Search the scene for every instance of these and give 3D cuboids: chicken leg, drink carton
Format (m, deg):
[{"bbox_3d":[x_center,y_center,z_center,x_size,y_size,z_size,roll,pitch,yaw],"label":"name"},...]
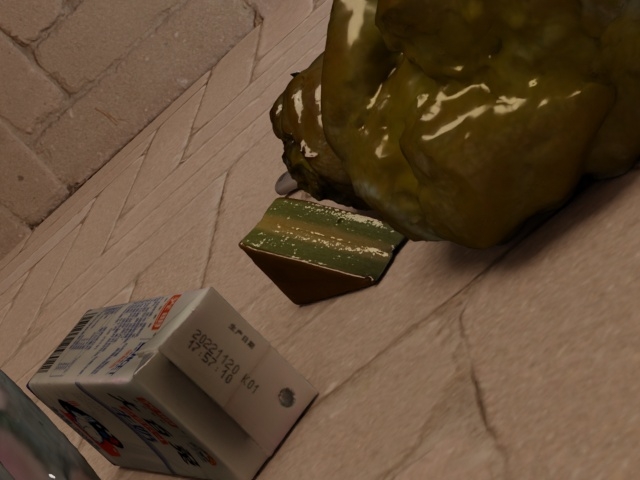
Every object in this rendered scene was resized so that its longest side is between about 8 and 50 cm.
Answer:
[{"bbox_3d":[0.087,-0.174,1.280,0.201,0.153,0.429,-14,24,38],"label":"chicken leg"},{"bbox_3d":[-0.139,0.125,1.058,0.107,0.130,0.315,-53,17,-23],"label":"drink carton"}]

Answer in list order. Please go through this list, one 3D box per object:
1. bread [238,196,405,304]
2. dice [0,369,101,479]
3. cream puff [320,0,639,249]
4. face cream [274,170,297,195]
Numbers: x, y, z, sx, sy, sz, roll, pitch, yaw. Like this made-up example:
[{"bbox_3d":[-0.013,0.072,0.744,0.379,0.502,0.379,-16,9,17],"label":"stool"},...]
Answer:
[{"bbox_3d":[0.003,-0.001,1.108,0.074,0.084,0.139,-52,18,-28],"label":"bread"},{"bbox_3d":[-0.304,0.244,0.756,0.328,0.330,0.348,-41,13,-3],"label":"dice"},{"bbox_3d":[0.131,-0.195,0.942,0.378,0.275,0.378,-42,17,16],"label":"cream puff"},{"bbox_3d":[-0.023,-0.081,1.490,0.083,0.021,0.040,-25,24,49],"label":"face cream"}]
